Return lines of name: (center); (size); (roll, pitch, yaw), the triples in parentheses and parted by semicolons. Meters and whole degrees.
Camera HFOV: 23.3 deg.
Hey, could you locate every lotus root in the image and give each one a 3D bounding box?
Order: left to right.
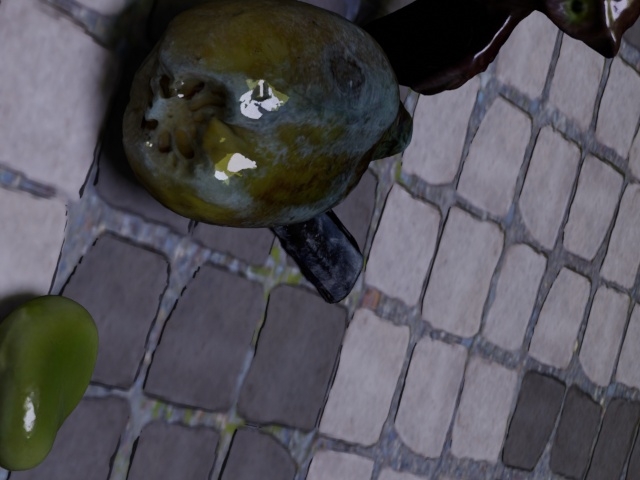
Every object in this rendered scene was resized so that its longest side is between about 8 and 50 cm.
lotus root: (-0.017, -0.062, 0.762); (0.192, 0.088, 0.113); (-5, 122, -55)

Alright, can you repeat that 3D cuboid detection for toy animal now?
toy animal: (0.104, -0.164, 0.809); (0.116, 0.179, 0.218); (-17, 138, -58)

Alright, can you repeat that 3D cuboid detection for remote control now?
remote control: (0.000, 0.000, 0.872); (0.039, 0.014, 0.096); (-62, 142, -20)

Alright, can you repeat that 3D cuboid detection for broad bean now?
broad bean: (-0.127, 0.061, 0.686); (0.083, 0.045, 0.063); (-63, 146, -32)
